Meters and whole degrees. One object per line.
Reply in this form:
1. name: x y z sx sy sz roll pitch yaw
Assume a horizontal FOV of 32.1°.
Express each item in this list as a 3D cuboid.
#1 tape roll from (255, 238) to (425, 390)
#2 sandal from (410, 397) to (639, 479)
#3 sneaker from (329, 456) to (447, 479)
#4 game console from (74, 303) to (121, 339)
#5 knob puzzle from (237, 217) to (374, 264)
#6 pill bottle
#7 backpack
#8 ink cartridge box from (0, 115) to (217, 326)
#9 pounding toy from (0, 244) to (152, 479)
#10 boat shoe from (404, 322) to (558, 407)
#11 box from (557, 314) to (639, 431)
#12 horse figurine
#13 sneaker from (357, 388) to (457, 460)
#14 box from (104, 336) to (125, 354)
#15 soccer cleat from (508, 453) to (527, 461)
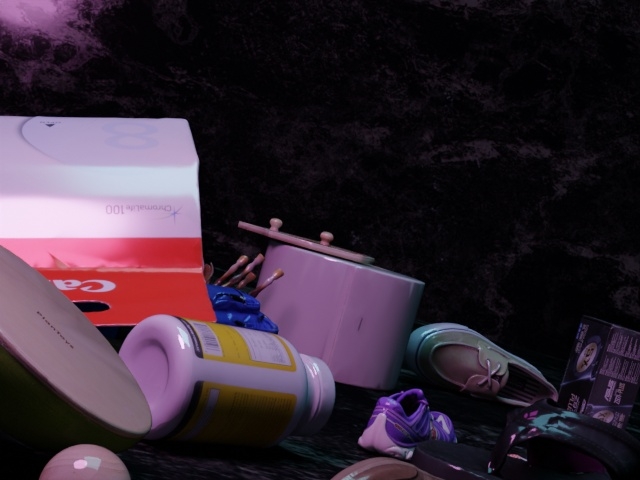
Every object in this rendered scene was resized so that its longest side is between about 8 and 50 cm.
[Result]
1. tape roll: 0.018 0.109 1.663 0.246 0.169 0.246 16 0 0
2. sandal: 0.266 0.218 1.088 0.446 0.107 0.167 15 1 -35
3. sneaker: 0.078 0.192 0.756 0.188 0.066 0.071 14 3 -43
4. game console: -0.350 0.032 1.305 0.293 0.250 0.173 16 -36 0
5. knob puzzle: 0.000 0.000 1.652 0.213 0.030 0.213 16 1 0
6. pill bottle: -0.077 0.126 0.956 0.184 0.103 0.103 15 1 -43
7. backpack: -0.112 0.112 1.393 0.120 0.101 0.098 17 7 -35
8. ink cartridge box: -0.270 -0.032 1.092 0.308 0.091 0.385 0 21 -12
9. pounding toy: -0.194 0.112 0.712 0.237 0.110 0.183 48 2 23
10. boat shoe: 0.275 0.212 1.846 0.302 0.109 0.094 18 1 -32
11. box: 0.466 0.226 1.844 0.077 0.180 0.147 17 1 -6
12. horse figurine: -0.153 0.085 1.557 0.066 0.174 0.263 54 -15 -9
13. sneaker: 0.103 0.190 1.165 0.068 0.071 0.170 16 0 27
14. box: -0.206 0.120 1.065 0.179 0.043 0.105 18 0 -28
15. soccer cleat: 0.220 0.245 1.174 0.083 0.029 0.035 21 -6 -32
